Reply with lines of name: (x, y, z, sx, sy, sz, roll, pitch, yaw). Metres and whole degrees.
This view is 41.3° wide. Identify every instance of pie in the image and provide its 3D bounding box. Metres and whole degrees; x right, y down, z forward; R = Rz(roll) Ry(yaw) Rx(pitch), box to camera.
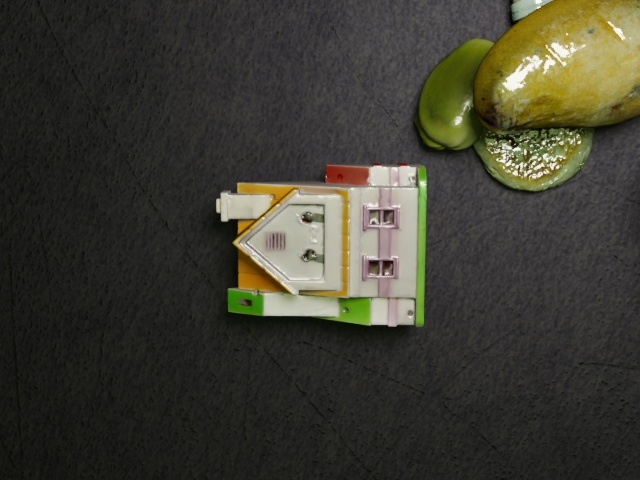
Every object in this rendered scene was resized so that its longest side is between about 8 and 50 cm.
pie: (0.320, -0.166, 1.274, 0.186, 0.041, 0.187, 1, 97, 9)

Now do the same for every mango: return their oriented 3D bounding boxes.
mango: (0.360, -0.248, 1.171, 0.329, 0.176, 0.177, -10, 65, -3)

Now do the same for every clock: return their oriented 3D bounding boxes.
clock: (0.000, 0.000, 1.281, 0.309, 0.166, 0.235, 1, 98, 0)

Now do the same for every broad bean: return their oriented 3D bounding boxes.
broad bean: (0.210, -0.214, 1.259, 0.124, 0.082, 0.175, 31, 94, 33)

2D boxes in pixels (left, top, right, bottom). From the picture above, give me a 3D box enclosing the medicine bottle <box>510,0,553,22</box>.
medicine bottle: (0.292, -0.432, 1.228, 0.073, 0.074, 0.218, -13, 94, 9)
